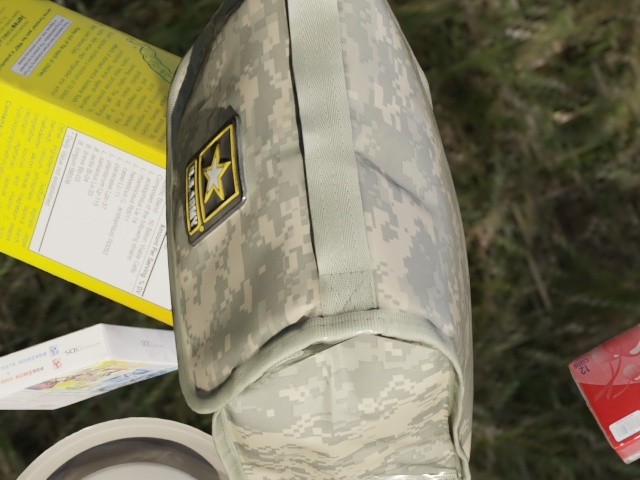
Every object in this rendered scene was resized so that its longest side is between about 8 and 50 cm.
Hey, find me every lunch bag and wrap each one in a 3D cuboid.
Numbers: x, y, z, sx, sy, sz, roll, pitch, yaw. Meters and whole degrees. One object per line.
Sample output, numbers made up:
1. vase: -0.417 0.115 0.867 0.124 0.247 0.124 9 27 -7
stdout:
1. lunch bag: 0.000 0.000 0.963 0.287 0.169 0.235 80 4 -64

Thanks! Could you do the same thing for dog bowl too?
1. dog bowl: -0.211 0.384 1.953 0.102 0.349 0.348 78 3 -62

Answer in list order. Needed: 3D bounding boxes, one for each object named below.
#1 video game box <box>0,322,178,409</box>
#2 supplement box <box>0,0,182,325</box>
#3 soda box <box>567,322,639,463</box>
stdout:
1. video game box: -0.269 0.140 1.857 0.205 0.187 0.048 16 59 -70
2. supplement box: -0.245 -0.095 1.745 0.357 0.194 0.195 24 34 -1
3. soda box: 0.337 0.079 1.365 0.083 0.263 0.092 64 8 22
